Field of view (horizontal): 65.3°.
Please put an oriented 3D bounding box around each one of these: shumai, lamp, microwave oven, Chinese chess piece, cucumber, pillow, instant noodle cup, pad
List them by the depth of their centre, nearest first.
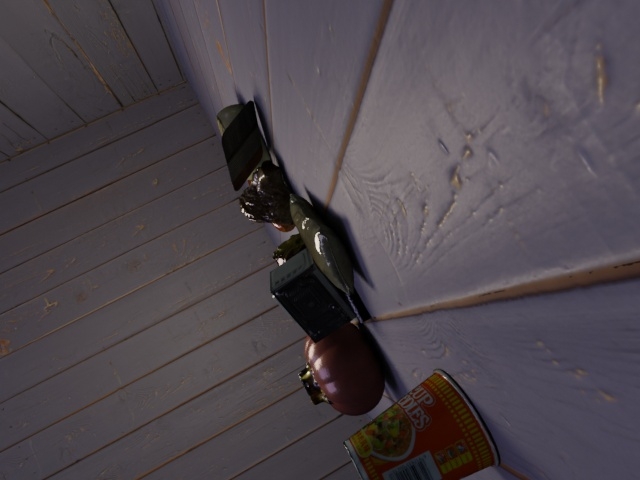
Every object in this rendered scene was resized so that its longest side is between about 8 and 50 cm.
[{"bbox_3d":[0.162,0.357,0.862,0.193,0.212,0.193,60,172,15],"label":"instant noodle cup"},{"bbox_3d":[0.000,0.000,1.200,0.185,0.075,0.302,65,174,-26],"label":"pillow"},{"bbox_3d":[0.085,0.153,1.305,0.133,0.032,0.032,60,171,15],"label":"cucumber"},{"bbox_3d":[-0.022,0.149,1.347,0.208,0.162,0.122,52,-171,-24],"label":"microwave oven"},{"bbox_3d":[-0.230,-0.194,1.378,0.250,0.055,0.323,88,-170,-59],"label":"pad"},{"bbox_3d":[-0.049,0.043,1.452,0.156,0.134,0.157,21,-174,6],"label":"lamp"},{"bbox_3d":[-0.144,-0.143,1.494,0.206,0.166,0.175,27,114,29],"label":"shumai"},{"bbox_3d":[0.055,0.388,1.504,0.305,0.240,0.305,59,171,15],"label":"lamp"},{"bbox_3d":[-0.252,-0.320,1.639,0.250,0.101,0.250,61,170,18],"label":"Chinese chess piece"}]

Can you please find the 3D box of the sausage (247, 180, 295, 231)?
[{"bbox_3d":[-0.172,-0.140,1.758,0.300,0.089,0.083,57,176,35],"label":"sausage"}]
